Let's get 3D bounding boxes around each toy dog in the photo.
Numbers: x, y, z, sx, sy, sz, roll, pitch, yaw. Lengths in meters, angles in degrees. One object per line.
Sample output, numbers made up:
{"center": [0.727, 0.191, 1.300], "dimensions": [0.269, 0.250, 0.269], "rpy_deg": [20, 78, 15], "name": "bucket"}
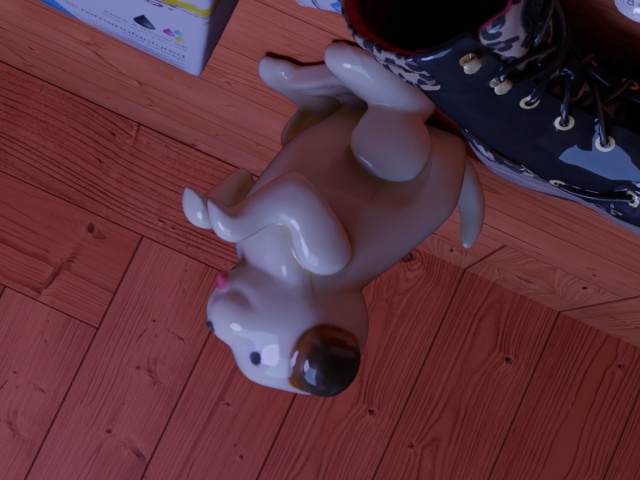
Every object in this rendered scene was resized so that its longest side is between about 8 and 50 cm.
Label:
{"center": [0.000, 0.000, 1.259], "dimensions": [0.395, 0.407, 0.285], "rpy_deg": [30, 172, -36], "name": "toy dog"}

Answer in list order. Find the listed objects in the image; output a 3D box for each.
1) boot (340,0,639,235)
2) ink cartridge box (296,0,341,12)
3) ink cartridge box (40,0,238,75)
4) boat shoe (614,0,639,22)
{"center": [0.213, -0.121, 0.766], "dimensions": [0.284, 0.138, 0.377], "rpy_deg": [31, 176, -43], "name": "boot"}
{"center": [-0.008, -0.253, 0.940], "dimensions": [0.083, 0.028, 0.048], "rpy_deg": [20, 172, 37], "name": "ink cartridge box"}
{"center": [-0.117, -0.255, 0.575], "dimensions": [0.198, 0.197, 0.270], "rpy_deg": [25, 173, -6], "name": "ink cartridge box"}
{"center": [0.207, -0.167, 0.540], "dimensions": [0.098, 0.096, 0.277], "rpy_deg": [20, 172, 40], "name": "boat shoe"}
